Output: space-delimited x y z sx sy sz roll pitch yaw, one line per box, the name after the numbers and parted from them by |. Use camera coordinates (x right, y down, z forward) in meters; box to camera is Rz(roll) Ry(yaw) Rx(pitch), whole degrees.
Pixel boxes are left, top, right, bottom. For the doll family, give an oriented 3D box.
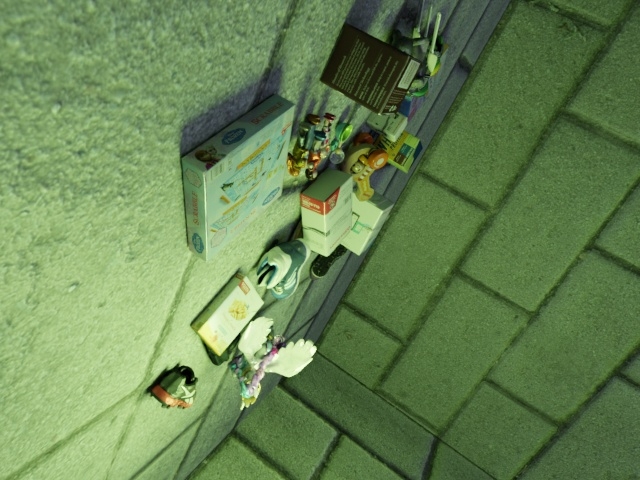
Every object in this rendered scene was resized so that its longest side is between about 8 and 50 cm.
-0.041 -0.273 1.367 0.263 0.118 0.163 -69 177 -57 | doll family

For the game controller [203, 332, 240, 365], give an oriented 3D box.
-0.364 0.364 1.768 0.319 0.067 0.166 100 12 -60 | game controller

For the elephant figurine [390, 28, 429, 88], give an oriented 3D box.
0.283 -0.624 1.568 0.239 0.169 0.186 58 25 -65 | elephant figurine

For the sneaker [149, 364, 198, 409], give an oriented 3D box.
-0.465 0.494 1.591 0.135 0.098 0.276 -52 164 -13 | sneaker

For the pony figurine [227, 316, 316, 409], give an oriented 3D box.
-0.236 0.468 1.909 0.351 0.303 0.363 -54 -162 2 | pony figurine

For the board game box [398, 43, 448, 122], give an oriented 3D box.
0.464 -0.719 2.165 0.316 0.064 0.242 -54 166 -11 | board game box

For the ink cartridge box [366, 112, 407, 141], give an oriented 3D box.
0.266 -0.472 1.875 0.099 0.135 0.056 -56 166 -5 | ink cartridge box

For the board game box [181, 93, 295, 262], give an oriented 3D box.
-0.195 -0.148 1.143 0.318 0.066 0.318 -47 163 -37 | board game box

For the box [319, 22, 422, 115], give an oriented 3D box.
0.144 -0.469 1.309 0.167 0.203 0.168 -63 165 24 | box

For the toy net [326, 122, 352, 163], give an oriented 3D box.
0.060 -0.326 1.682 0.122 0.045 0.232 -53 166 -17 | toy net

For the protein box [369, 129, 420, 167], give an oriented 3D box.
0.322 -0.415 2.063 0.136 0.201 0.200 -59 167 8 | protein box

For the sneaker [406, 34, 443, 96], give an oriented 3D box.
0.393 -0.700 1.878 0.343 0.134 0.146 -60 163 -30 | sneaker

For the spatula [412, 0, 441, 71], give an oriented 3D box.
0.379 -0.737 1.664 0.019 0.168 0.242 -16 153 -8 | spatula

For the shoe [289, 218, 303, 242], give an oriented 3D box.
-0.098 0.000 1.866 0.077 0.058 0.219 -4 122 -51 | shoe

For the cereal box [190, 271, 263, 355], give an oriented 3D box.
-0.307 0.247 1.581 0.240 0.047 0.173 -51 143 -23 | cereal box

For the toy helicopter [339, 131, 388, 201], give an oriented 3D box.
0.156 -0.261 1.952 0.235 0.140 0.355 -33 151 -6 | toy helicopter

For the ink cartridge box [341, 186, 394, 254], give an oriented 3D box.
0.207 -0.109 2.366 0.198 0.197 0.270 -31 151 -61 | ink cartridge box

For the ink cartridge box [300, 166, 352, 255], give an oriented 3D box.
0.028 -0.107 1.791 0.197 0.114 0.272 -47 147 -37 | ink cartridge box

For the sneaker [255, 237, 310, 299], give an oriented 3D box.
-0.180 0.138 1.771 0.236 0.130 0.322 -26 152 -47 | sneaker

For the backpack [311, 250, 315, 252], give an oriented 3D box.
0.000 0.000 2.109 0.120 0.101 0.098 -13 141 -23 | backpack

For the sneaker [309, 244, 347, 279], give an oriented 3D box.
0.033 0.095 2.493 0.283 0.107 0.124 -46 178 -27 | sneaker
